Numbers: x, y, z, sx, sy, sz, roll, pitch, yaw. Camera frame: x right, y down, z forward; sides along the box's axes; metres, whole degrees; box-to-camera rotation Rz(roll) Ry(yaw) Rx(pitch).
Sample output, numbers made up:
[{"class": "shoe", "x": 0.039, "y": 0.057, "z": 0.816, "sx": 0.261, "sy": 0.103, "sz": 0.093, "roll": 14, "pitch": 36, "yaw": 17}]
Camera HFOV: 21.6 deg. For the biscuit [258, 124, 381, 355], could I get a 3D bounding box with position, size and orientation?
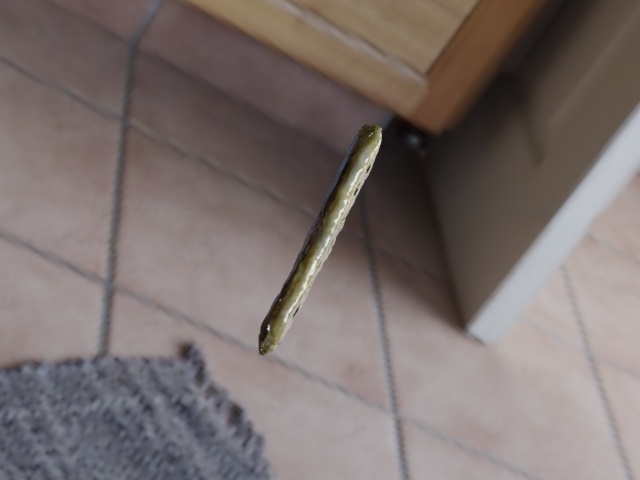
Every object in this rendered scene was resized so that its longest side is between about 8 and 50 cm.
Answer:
[{"class": "biscuit", "x": 0.000, "y": 0.000, "z": 1.609, "sx": 0.029, "sy": 0.247, "sz": 0.118, "roll": 26, "pitch": -2, "yaw": 2}]
